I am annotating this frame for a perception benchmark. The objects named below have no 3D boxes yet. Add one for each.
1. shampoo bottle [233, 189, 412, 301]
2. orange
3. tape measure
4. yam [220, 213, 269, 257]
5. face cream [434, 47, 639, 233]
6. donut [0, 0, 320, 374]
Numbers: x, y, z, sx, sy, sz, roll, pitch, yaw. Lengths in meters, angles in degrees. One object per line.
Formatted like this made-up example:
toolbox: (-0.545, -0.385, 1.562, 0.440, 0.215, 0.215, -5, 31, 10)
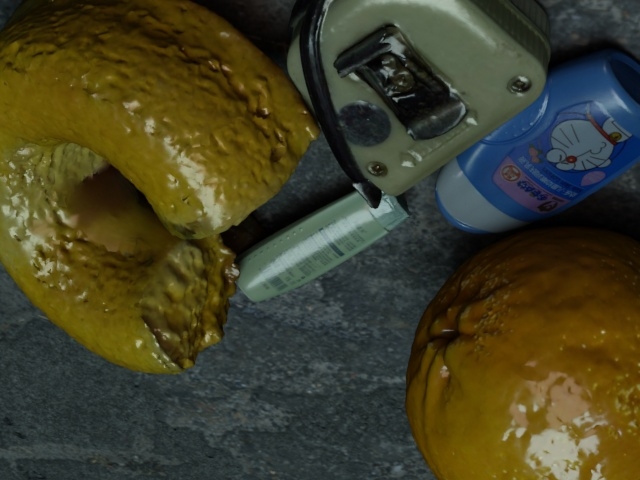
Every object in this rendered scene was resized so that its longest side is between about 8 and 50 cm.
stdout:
shampoo bottle: (0.000, 0.000, 1.479, 0.212, 0.049, 0.072, -29, 114, 17)
orange: (0.243, 0.142, 1.391, 0.293, 0.340, 0.340, 30, 133, -24)
tape measure: (0.061, -0.169, 1.280, 0.231, 0.133, 0.271, 35, 134, -21)
yam: (-0.122, -0.036, 1.505, 0.057, 0.057, 0.241, -22, 125, 30)
face cream: (0.223, -0.090, 1.350, 0.149, 0.083, 0.264, 34, 132, -22)
donut: (-0.225, -0.060, 1.366, 0.378, 0.163, 0.435, 29, 136, 11)
